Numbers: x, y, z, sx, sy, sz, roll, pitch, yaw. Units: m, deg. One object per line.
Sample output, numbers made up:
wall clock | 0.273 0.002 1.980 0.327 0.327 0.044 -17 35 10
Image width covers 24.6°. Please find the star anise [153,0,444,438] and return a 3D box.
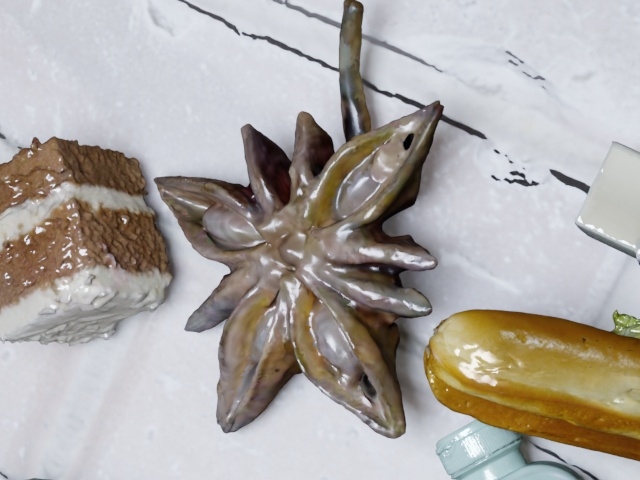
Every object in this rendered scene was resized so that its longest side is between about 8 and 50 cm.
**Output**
star anise | -0.002 0.001 1.211 0.292 0.109 0.350 -23 78 20

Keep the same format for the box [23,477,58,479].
box | -0.239 0.323 1.201 0.117 0.225 0.225 2 88 16

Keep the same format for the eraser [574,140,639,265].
eraser | 0.334 0.022 1.102 0.279 0.124 0.081 27 94 16

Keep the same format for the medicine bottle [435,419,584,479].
medicine bottle | 0.171 0.247 1.158 0.121 0.083 0.229 -30 80 11

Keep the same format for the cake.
cake | -0.220 0.007 1.252 0.135 0.134 0.147 -25 70 27

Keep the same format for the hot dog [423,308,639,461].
hot dog | 0.246 0.111 1.105 0.337 0.135 0.100 12 71 4
